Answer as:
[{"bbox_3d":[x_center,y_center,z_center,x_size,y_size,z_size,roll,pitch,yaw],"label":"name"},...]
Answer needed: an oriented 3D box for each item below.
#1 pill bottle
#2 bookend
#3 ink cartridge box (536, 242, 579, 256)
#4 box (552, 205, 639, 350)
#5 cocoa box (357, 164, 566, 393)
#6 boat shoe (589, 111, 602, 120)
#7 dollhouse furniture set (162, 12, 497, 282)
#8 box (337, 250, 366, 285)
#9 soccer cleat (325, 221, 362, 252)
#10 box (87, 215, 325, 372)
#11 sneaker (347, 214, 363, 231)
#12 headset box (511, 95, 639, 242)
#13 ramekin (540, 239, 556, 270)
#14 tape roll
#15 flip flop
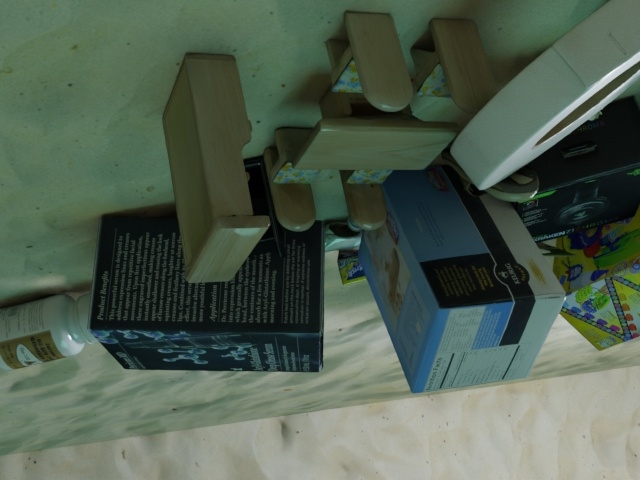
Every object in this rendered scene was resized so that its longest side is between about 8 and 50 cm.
[{"bbox_3d":[-0.553,0.181,1.748,0.229,0.131,0.131,-14,158,4],"label":"pill bottle"},{"bbox_3d":[-0.147,-0.041,1.383,0.157,0.156,0.072,-11,159,-1],"label":"bookend"},{"bbox_3d":[0.370,0.040,1.762,0.188,0.097,0.255,2,-167,-32],"label":"ink cartridge box"},{"bbox_3d":[0.641,0.026,1.730,0.177,0.290,0.279,41,133,-19],"label":"box"},{"bbox_3d":[0.229,0.057,1.500,0.227,0.347,0.231,-5,135,-15],"label":"cocoa box"},{"bbox_3d":[0.431,-0.220,1.380,0.063,0.059,0.170,3,154,-34],"label":"boat shoe"},{"bbox_3d":[0.005,-0.101,1.180,0.394,0.257,0.362,-2,156,-24],"label":"dollhouse furniture set"},{"bbox_3d":[0.069,0.049,1.767,0.059,0.054,0.169,-14,-175,4],"label":"box"},{"bbox_3d":[0.000,0.000,1.700,0.196,0.068,0.076,-13,143,0],"label":"soccer cleat"},{"bbox_3d":[-0.189,0.107,1.554,0.395,0.212,0.293,1,159,1],"label":"box"},{"bbox_3d":[0.125,-0.051,1.644,0.144,0.053,0.059,-10,156,-8],"label":"sneaker"},{"bbox_3d":[0.456,-0.120,1.544,0.246,0.131,0.283,-15,158,5],"label":"headset box"},{"bbox_3d":[0.610,0.082,2.122,0.277,0.135,0.277,-10,158,-4],"label":"ramekin"},{"bbox_3d":[0.344,-0.210,1.123,0.392,0.072,0.392,-35,171,-6],"label":"tape roll"},{"bbox_3d":[0.274,-0.104,1.383,0.112,0.277,0.080,-10,114,-8],"label":"flip flop"}]
